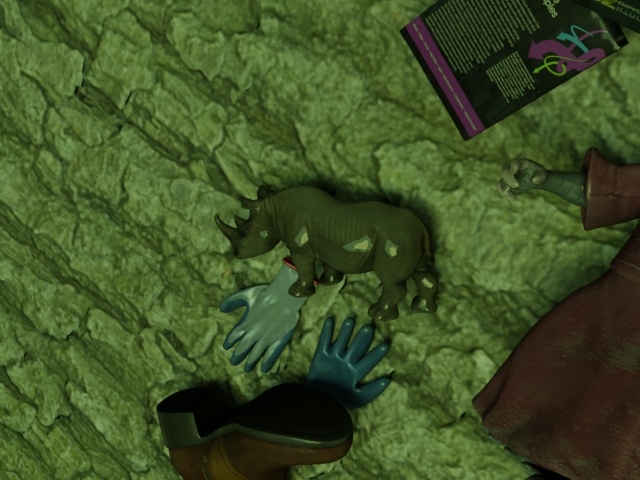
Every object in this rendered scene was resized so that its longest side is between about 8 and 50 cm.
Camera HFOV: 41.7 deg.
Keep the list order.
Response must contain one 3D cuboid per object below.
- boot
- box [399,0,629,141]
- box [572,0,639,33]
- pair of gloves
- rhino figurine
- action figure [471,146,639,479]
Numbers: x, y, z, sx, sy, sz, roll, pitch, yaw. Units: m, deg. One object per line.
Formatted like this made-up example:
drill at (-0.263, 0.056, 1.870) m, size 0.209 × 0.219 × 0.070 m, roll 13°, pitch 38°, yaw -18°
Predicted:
boot at (-0.046, 0.302, 0.915) m, size 0.264 × 0.096 × 0.280 m, roll -8°, pitch 106°, yaw 31°
box at (0.155, -0.169, 0.697) m, size 0.162 × 0.029 × 0.116 m, roll -29°, pitch 91°, yaw 46°
box at (0.252, -0.239, 0.584) m, size 0.233 × 0.059 × 0.183 m, roll 31°, pitch 88°, yaw 14°
pair of gloves at (-0.023, 0.114, 0.900) m, size 0.198 × 0.023 × 0.159 m, roll 39°, pitch 119°, yaw 10°
rhino figurine at (0.000, 0.000, 0.824) m, size 0.243 × 0.073 × 0.106 m, roll 14°, pitch 115°, yaw 24°
action figure at (0.280, 0.042, 0.630) m, size 0.370 × 0.276 × 0.248 m, roll -57°, pitch 36°, yaw 2°
